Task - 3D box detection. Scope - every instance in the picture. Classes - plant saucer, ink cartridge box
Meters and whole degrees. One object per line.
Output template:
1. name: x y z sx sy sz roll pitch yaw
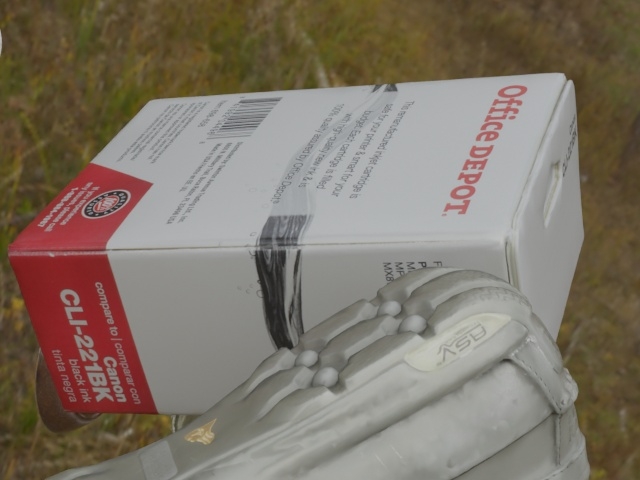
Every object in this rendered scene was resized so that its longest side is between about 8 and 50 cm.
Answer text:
1. plant saucer: -0.223 0.110 1.298 0.029 0.168 0.168 13 33 17
2. ink cartridge box: 0.000 0.000 0.747 0.273 0.114 0.197 -2 29 21

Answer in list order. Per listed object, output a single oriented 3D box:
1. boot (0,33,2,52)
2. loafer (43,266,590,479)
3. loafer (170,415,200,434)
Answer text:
1. boot: -0.205 -0.133 0.554 0.190 0.086 0.069 36 65 -26
2. loafer: -0.045 0.128 0.490 0.111 0.319 0.112 62 -2 -15
3. loafer: -0.028 0.142 0.909 0.102 0.092 0.268 -46 33 -16
